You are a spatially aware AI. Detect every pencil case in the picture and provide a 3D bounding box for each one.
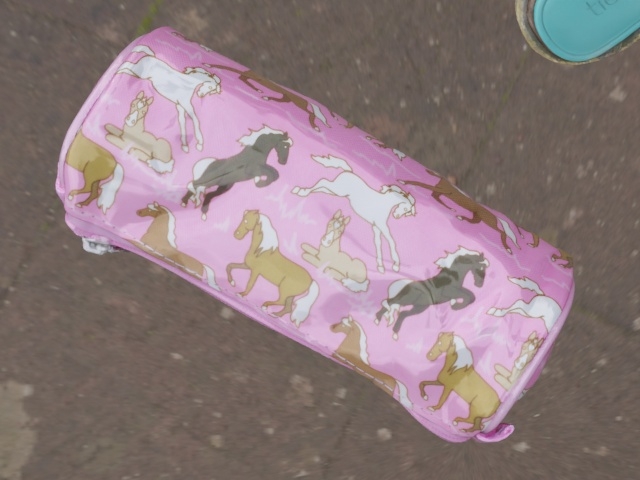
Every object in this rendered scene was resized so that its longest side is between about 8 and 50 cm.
[{"bbox_3d":[0.000,0.000,0.964,0.386,0.160,0.167,28,120,0],"label":"pencil case"}]

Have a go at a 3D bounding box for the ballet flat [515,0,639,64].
[{"bbox_3d":[0.285,-0.248,0.900,0.348,0.123,0.123,-33,79,20],"label":"ballet flat"}]
